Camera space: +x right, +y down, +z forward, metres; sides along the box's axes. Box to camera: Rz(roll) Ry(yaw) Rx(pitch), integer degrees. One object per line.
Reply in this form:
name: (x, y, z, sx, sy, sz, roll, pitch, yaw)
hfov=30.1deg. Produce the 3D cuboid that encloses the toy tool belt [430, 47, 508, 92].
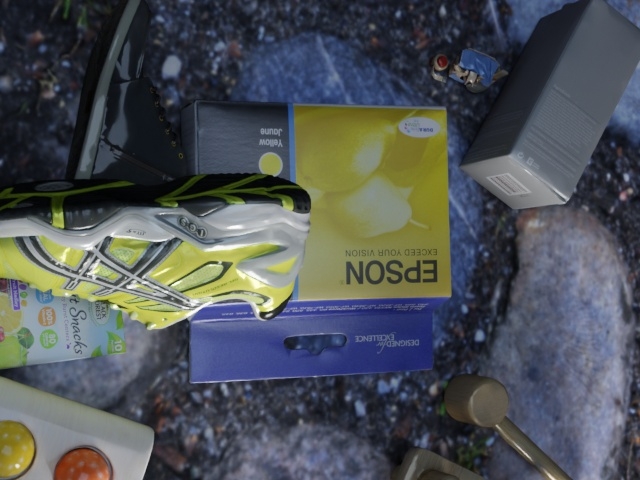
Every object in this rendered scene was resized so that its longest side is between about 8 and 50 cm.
toy tool belt: (0.179, -0.208, 1.427, 0.083, 0.051, 0.052, 15, 81, -20)

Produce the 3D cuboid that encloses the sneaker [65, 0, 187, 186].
sneaker: (-0.191, -0.143, 1.270, 0.118, 0.083, 0.222, 14, 91, -25)

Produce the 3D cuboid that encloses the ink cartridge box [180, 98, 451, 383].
ink cartridge box: (0.000, 0.000, 1.336, 0.303, 0.072, 0.307, -1, 85, -21)

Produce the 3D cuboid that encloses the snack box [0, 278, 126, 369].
snack box: (-0.279, 0.076, 1.236, 0.141, 0.037, 0.100, -5, 89, -22)

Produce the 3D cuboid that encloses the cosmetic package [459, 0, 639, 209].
cosmetic package: (0.280, -0.164, 1.425, 0.107, 0.127, 0.238, 37, 76, -15)

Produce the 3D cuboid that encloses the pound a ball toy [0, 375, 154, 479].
pound a ball toy: (-0.304, 0.245, 1.164, 0.319, 0.135, 0.208, 23, 78, -18)

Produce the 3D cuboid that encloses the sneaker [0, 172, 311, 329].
sneaker: (-0.199, 0.019, 1.174, 0.384, 0.145, 0.147, -1, 107, -7)

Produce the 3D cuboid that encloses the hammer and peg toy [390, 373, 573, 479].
hammer and peg toy: (0.187, 0.350, 1.352, 0.266, 0.127, 0.361, 30, 77, -17)
